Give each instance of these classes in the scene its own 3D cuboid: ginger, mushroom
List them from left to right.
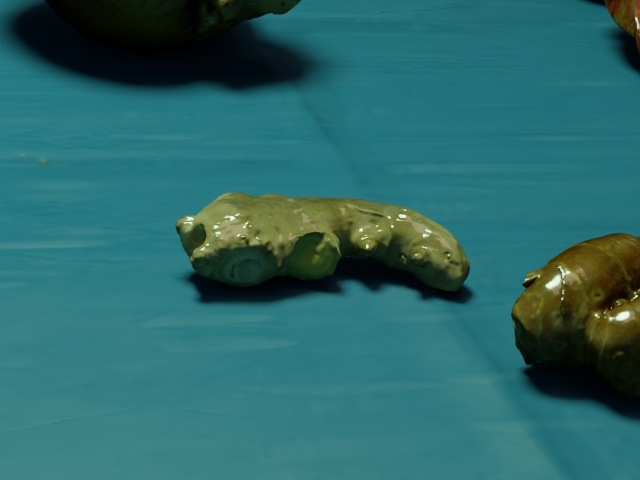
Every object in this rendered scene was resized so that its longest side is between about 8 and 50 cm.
[{"bbox_3d":[-0.143,-0.252,1.319,0.283,0.195,0.263,26,-6,30],"label":"mushroom"},{"bbox_3d":[0.001,-0.002,0.973,0.173,0.051,0.069,-1,28,-11],"label":"ginger"},{"bbox_3d":[0.180,0.031,0.912,0.103,0.073,0.162,20,26,27],"label":"ginger"}]

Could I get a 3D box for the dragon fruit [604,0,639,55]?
[{"bbox_3d":[0.372,-0.207,1.426,0.268,0.130,0.295,-13,30,-37],"label":"dragon fruit"}]
